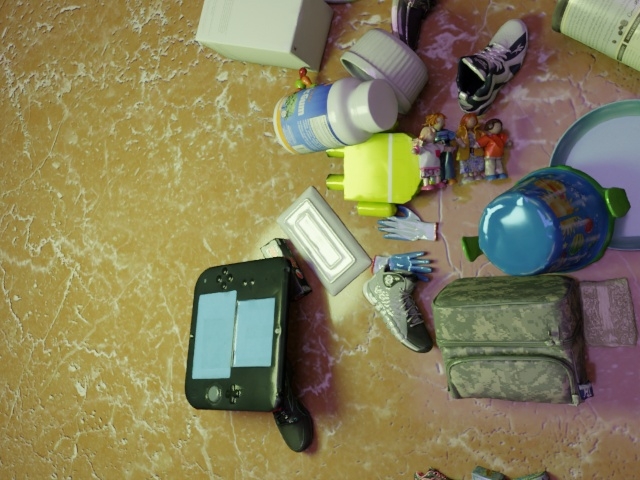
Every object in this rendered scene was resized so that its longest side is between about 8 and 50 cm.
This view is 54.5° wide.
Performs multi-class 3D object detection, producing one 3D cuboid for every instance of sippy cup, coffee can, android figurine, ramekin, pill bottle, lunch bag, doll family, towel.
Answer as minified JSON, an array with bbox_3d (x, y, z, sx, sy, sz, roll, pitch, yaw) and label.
[{"bbox_3d":[0.444,-0.028,1.267,0.240,0.224,0.305,43,125,27],"label":"sippy cup"},{"bbox_3d":[0.640,-0.455,1.239,0.275,0.202,0.201,38,103,22],"label":"coffee can"},{"bbox_3d":[0.143,-0.178,1.500,0.273,0.056,0.248,3,102,25],"label":"android figurine"},{"bbox_3d":[0.159,-0.405,1.471,0.207,0.207,0.109,42,95,21],"label":"ramekin"},{"bbox_3d":[0.035,-0.287,1.421,0.272,0.152,0.152,-4,86,42],"label":"pill bottle"},{"bbox_3d":[0.410,0.221,1.328,0.305,0.213,0.255,-5,102,26],"label":"lunch bag"},{"bbox_3d":[0.300,-0.211,1.410,0.118,0.263,0.163,-163,65,-68],"label":"doll family"},{"bbox_3d":[0.612,0.156,1.324,0.110,0.027,0.148,-7,85,24],"label":"towel"}]

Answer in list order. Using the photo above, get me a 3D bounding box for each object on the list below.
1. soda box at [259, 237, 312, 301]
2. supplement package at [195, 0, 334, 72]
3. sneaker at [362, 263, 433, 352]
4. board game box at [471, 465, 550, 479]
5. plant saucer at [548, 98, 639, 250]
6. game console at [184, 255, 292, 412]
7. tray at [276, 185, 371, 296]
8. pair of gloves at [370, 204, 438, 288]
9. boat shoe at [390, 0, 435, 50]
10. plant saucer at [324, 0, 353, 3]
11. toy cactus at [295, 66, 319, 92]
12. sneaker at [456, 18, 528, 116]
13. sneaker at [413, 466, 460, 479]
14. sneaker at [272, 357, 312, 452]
[{"bbox_3d":[-0.092,0.078,1.647,0.060,0.053,0.168,-35,74,20],"label":"soda box"},{"bbox_3d":[-0.144,-0.565,1.630,0.293,0.175,0.177,16,93,25],"label":"supplement package"},{"bbox_3d":[0.205,0.149,1.469,0.228,0.086,0.132,48,124,20],"label":"sneaker"},{"bbox_3d":[0.424,0.590,1.377,0.194,0.060,0.194,-26,78,22],"label":"board game box"},{"bbox_3d":[0.650,-0.136,1.310,0.318,0.044,0.317,-1,88,25],"label":"plant saucer"},{"bbox_3d":[-0.219,0.245,1.617,0.342,0.060,0.386,-12,69,41],"label":"game console"},{"bbox_3d":[0.000,0.000,1.620,0.145,0.030,0.270,-44,71,19],"label":"tray"},{"bbox_3d":[0.205,0.014,1.526,0.159,0.023,0.198,9,92,25],"label":"pair of gloves"},{"bbox_3d":[0.234,-0.594,1.495,0.093,0.103,0.285,6,87,28],"label":"boat shoe"},{"bbox_3d":[0.055,-0.821,1.590,0.401,0.101,0.400,-1,87,26],"label":"plant saucer"},{"bbox_3d":[0.000,-0.328,1.607,0.219,0.112,0.180,39,124,14],"label":"toy cactus"},{"bbox_3d":[0.378,-0.400,1.388,0.094,0.153,0.235,41,105,19],"label":"sneaker"},{"bbox_3d":[0.273,0.564,1.463,0.120,0.047,0.057,-11,72,23],"label":"sneaker"},{"bbox_3d":[-0.106,0.425,1.612,0.101,0.106,0.267,-26,79,21],"label":"sneaker"}]
